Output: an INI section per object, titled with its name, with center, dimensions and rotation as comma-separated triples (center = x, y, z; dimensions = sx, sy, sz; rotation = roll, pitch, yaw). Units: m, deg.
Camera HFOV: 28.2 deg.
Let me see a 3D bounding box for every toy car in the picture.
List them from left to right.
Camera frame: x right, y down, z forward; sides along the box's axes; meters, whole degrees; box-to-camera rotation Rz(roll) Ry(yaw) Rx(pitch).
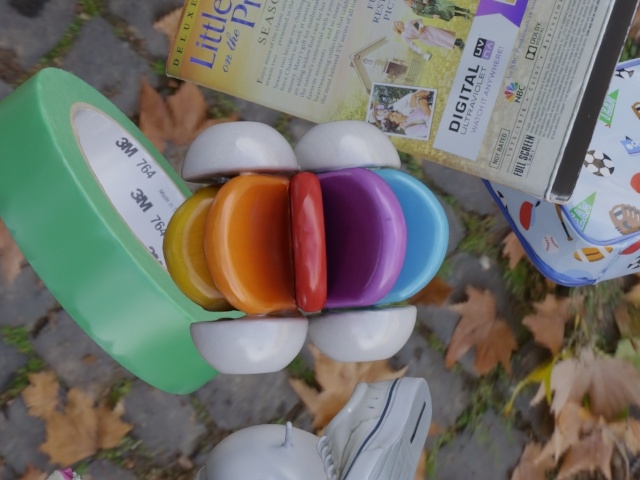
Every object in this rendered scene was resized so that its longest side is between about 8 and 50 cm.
[toy car]
center = 0.000, 0.000, 0.799
dimensions = 0.182, 0.136, 0.159
rotation = -3, 86, -27

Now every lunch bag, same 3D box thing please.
[lunch bag]
center = 0.333, -0.089, 1.427
dimensions = 0.303, 0.115, 0.243
rotation = -15, 61, -27

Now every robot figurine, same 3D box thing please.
[robot figurine]
center = -0.078, 0.353, 1.425
dimensions = 0.200, 0.300, 0.353
rotation = 40, 106, 33

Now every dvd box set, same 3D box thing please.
[dvd box set]
center = 0.075, -0.237, 1.142
dimensions = 0.420, 0.062, 0.308
rotation = 20, 96, 30

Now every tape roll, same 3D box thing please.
[tape roll]
center = -0.181, -0.011, 1.179
dimensions = 0.077, 0.321, 0.321
rotation = -35, 86, 9

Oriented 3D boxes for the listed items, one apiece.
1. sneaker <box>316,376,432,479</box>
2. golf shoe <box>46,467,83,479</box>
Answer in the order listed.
[sneaker]
center = 0.041, 0.224, 1.269
dimensions = 0.091, 0.258, 0.094
rotation = -6, 111, 21
[golf shoe]
center = -0.211, 0.363, 1.198
dimensions = 0.140, 0.115, 0.306
rotation = -35, 56, -10
